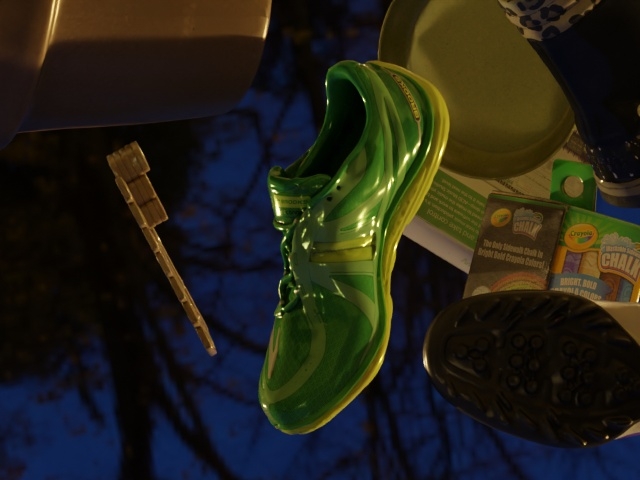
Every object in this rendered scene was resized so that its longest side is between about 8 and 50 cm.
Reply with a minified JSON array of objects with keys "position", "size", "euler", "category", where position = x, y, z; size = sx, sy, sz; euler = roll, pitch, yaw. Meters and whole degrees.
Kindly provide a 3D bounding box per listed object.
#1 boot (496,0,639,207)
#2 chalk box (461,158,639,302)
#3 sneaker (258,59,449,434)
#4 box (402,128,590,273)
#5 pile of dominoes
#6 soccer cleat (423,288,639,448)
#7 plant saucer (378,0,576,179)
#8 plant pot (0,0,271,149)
[{"position":[0.218,-0.159,1.121],"size":[0.085,0.178,0.236],"euler":[10,-125,52],"category":"boot"},{"position":[0.247,0.024,1.842],"size":[0.132,0.213,0.132],"euler":[16,180,-34],"category":"chalk box"},{"position":[0.000,0.000,1.346],"size":[0.123,0.296,0.109],"euler":[25,166,-35],"category":"sneaker"},{"position":[0.218,-0.105,2.107],"size":[0.058,0.232,0.322],"euler":[-40,-158,57],"category":"box"},{"position":[-0.166,0.010,2.014],"size":[0.040,0.251,0.196],"euler":[-28,-164,-3],"category":"pile of dominoes"},{"position":[0.213,0.090,1.284],"size":[0.318,0.109,0.116],"euler":[3,-177,-18],"category":"soccer cleat"},{"position":[0.174,-0.184,1.862],"size":[0.241,0.241,0.037],"euler":[4,-164,30],"category":"plant saucer"},{"position":[-0.164,-0.185,1.317],"size":[0.229,0.263,0.263],"euler":[6,-165,-21],"category":"plant pot"}]
